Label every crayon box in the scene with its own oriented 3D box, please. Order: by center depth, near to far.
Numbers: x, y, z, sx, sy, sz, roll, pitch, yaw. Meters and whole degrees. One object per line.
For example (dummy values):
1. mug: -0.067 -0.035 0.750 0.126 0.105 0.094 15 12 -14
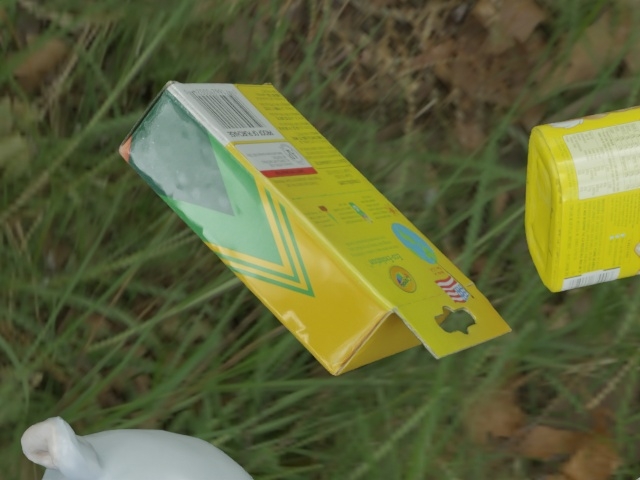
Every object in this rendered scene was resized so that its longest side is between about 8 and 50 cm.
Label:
1. crayon box: 0.000 0.000 1.529 0.318 0.202 0.081 45 110 15

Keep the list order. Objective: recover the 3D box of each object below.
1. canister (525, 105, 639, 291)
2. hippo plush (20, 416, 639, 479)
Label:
1. canister: 0.221 -0.035 1.156 0.170 0.126 0.073 -11 47 -7
2. hippo plush: -0.028 0.153 0.695 0.236 0.234 0.294 27 66 14
